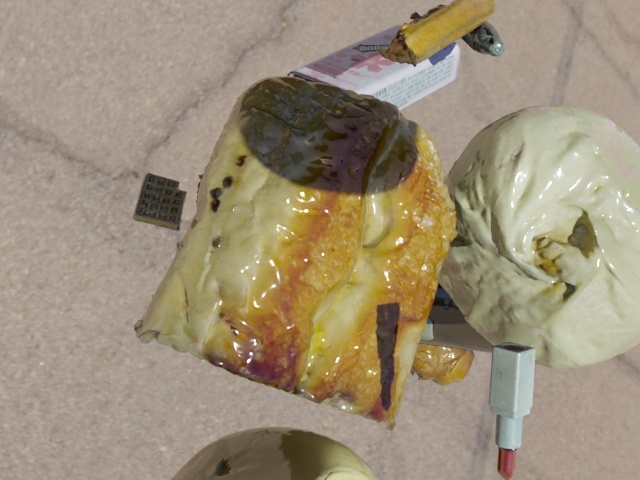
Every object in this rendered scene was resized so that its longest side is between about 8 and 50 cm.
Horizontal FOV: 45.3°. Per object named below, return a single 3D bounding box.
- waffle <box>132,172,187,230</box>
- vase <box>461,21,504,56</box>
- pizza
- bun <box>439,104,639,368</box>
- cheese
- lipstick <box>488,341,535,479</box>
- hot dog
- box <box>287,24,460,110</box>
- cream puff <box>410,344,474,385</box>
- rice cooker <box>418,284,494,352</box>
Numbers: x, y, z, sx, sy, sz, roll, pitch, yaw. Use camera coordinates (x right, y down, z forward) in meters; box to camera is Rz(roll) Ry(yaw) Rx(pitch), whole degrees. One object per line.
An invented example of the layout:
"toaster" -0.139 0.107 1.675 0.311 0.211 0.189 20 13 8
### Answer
"waffle" -0.301 -0.074 1.453 0.092 0.021 0.135 14 39 -10
"vase" 0.318 -0.401 1.507 0.060 0.060 0.211 45 15 -23
"pizza" 0.212 -0.383 1.365 0.365 0.182 0.073 -39 112 -44
"bun" 0.302 0.000 1.028 0.213 0.361 0.360 -25 97 -63
"cheese" -0.092 0.305 0.848 0.260 0.316 0.128 -27 97 -26
"lipstick" 0.174 0.161 0.704 0.030 0.030 0.129 -6 100 -43
"hot dog" 0.000 0.000 0.926 0.367 0.196 0.365 28 80 -36
"box" 0.114 -0.341 1.615 0.370 0.190 0.112 -33 136 -35
"cream puff" 0.237 0.204 1.715 0.269 0.155 0.241 51 24 2
"rice cooker" 0.259 0.037 1.405 0.335 0.326 0.335 6 90 -73
